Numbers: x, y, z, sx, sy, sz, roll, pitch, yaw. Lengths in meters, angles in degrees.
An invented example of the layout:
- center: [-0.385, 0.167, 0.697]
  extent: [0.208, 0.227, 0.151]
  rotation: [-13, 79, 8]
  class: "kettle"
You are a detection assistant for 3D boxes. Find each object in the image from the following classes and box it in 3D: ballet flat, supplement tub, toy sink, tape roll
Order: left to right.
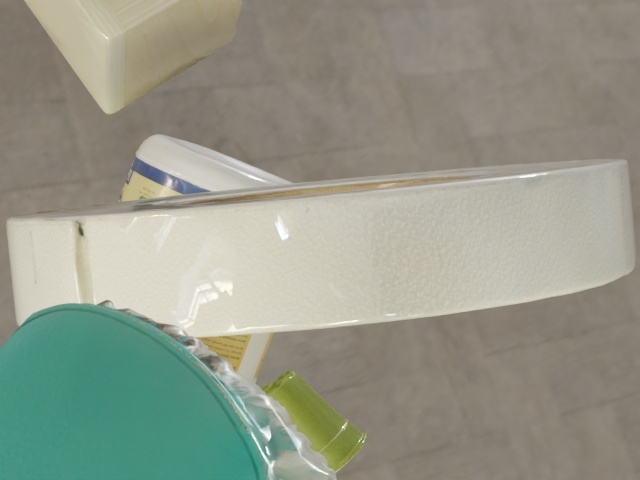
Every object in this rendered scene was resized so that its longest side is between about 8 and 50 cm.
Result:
- center: [-0.167, -0.239, 1.078]
  extent: [0.131, 0.153, 0.234]
  rotation: [-34, 81, -15]
  class: "toy sink"
- center: [-0.154, 0.057, 1.712]
  extent: [0.228, 0.228, 0.316]
  rotation: [20, 95, -27]
  class: "supplement tub"
- center: [-0.013, 0.158, 0.467]
  extent: [0.147, 0.409, 0.147]
  rotation: [-12, 117, -26]
  class: "ballet flat"
- center: [0.000, 0.000, 0.923]
  extent: [0.392, 0.392, 0.072]
  rotation: [-9, 95, -36]
  class: "tape roll"

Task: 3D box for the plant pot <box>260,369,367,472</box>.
- center: [-0.018, 0.148, 1.169]
  extent: [0.079, 0.083, 0.083]
  rotation: [53, 52, -6]
  class: "plant pot"
